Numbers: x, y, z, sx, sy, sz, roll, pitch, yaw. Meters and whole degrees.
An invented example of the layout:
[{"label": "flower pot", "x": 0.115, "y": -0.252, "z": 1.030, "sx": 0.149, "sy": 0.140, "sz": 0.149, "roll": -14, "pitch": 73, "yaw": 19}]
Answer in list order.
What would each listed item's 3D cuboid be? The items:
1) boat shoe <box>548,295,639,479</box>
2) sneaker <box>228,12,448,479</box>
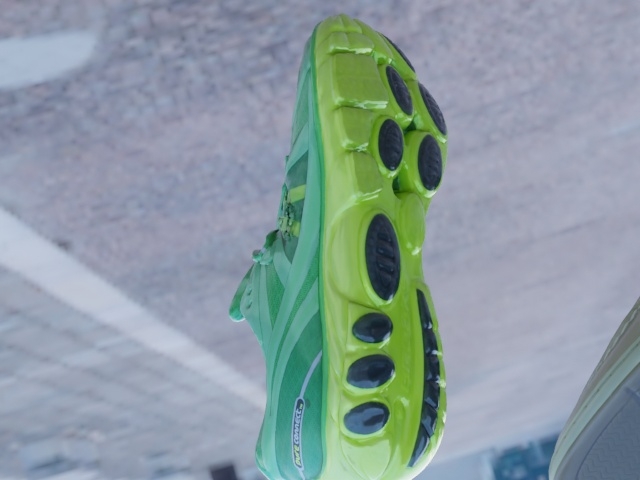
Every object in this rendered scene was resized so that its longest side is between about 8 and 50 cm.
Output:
[{"label": "boat shoe", "x": 0.243, "y": 0.016, "z": 0.906, "sx": 0.341, "sy": 0.121, "sz": 0.110, "roll": -49, "pitch": -155, "yaw": 14}, {"label": "sneaker", "x": 0.000, "y": 0.000, "z": 0.957, "sx": 0.123, "sy": 0.295, "sz": 0.109, "roll": -20, "pitch": 144, "yaw": 36}]
